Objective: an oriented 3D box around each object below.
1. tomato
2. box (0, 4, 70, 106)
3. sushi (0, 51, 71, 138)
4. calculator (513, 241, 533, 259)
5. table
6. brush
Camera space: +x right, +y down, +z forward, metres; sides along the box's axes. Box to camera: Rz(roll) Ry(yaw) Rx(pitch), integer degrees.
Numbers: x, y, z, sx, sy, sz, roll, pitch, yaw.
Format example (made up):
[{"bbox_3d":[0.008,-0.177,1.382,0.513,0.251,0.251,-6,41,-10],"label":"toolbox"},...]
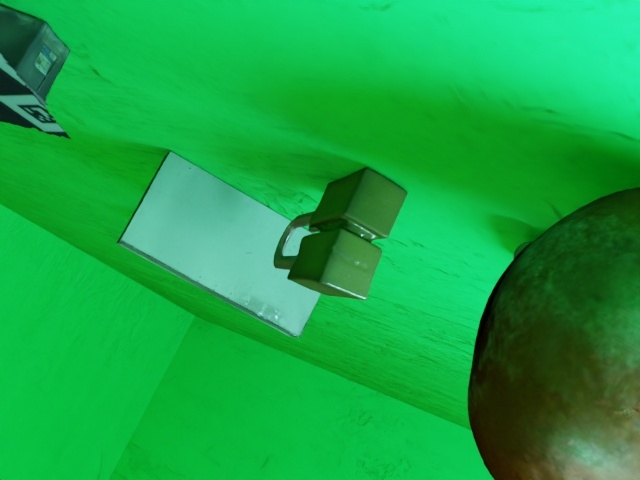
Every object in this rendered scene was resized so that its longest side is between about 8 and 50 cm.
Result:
[{"bbox_3d":[0.176,0.073,0.436,0.184,0.208,0.208,4,156,37],"label":"tomato"},{"bbox_3d":[-0.278,-0.169,0.717,0.084,0.063,0.060,22,169,17],"label":"box"},{"bbox_3d":[-0.358,-0.194,0.610,0.294,0.059,0.292,15,162,8],"label":"sushi"},{"bbox_3d":[0.284,0.072,0.594,0.299,0.041,0.185,21,167,17],"label":"calculator"},{"bbox_3d":[-0.115,0.010,0.980,0.240,0.121,0.111,31,167,-15],"label":"table"},{"bbox_3d":[0.000,0.000,0.758,0.047,0.103,0.233,26,170,-16],"label":"brush"}]
